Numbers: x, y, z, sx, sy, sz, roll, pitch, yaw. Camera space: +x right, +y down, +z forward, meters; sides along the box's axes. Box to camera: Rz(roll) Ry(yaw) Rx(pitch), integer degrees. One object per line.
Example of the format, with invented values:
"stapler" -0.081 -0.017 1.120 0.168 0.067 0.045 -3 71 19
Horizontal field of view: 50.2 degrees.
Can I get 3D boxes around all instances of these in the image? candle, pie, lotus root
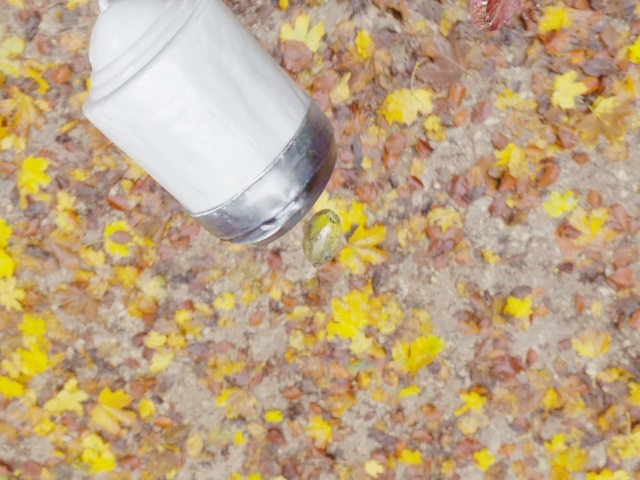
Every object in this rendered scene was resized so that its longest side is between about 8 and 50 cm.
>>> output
"candle" -0.147 -0.162 0.824 0.221 0.221 0.342 -37 120 17
"pie" 0.252 -0.364 0.939 0.036 0.154 0.154 29 117 29
"lotus root" 0.000 0.000 0.944 0.049 0.054 0.099 4 133 -13
